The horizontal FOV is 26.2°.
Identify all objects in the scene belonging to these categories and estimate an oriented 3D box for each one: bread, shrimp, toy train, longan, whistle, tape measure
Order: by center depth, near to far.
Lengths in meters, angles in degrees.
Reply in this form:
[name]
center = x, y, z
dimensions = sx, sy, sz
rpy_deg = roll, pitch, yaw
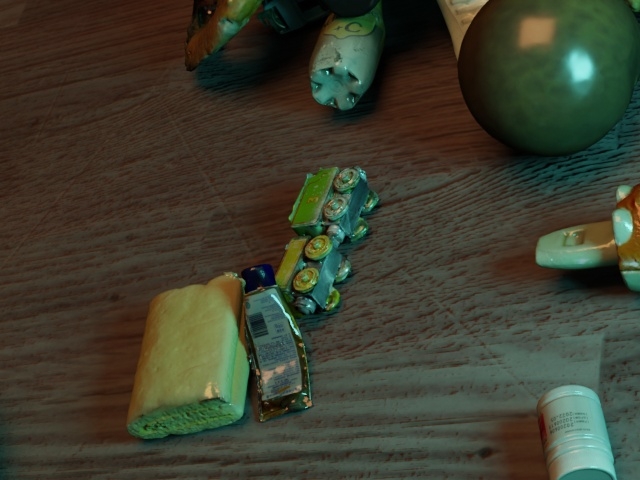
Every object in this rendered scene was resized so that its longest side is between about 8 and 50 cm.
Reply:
[whistle]
center = 0.328, -0.006, 1.308
dimensions = 0.253, 0.105, 0.102
rpy_deg = -8, 5, 26
[longan]
center = 0.247, -0.192, 1.473
dimensions = 0.198, 0.198, 0.212
rpy_deg = 23, 68, 44
[bread]
center = -0.138, 0.124, 1.487
dimensions = 0.140, 0.060, 0.178
rpy_deg = -15, 43, 18
[toy train]
center = 0.000, 0.000, 1.530
dimensions = 0.081, 0.060, 0.202
rpy_deg = -7, 46, 35
[tape measure]
center = -0.018, -0.354, 1.873
dimensions = 0.146, 0.081, 0.125
rpy_deg = -21, 39, 18
[shrimp]
center = -0.116, -0.380, 1.912
dimensions = 0.272, 0.085, 0.445
rpy_deg = -57, 19, 21

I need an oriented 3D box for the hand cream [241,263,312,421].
[hand cream]
center = -0.051, 0.105, 1.442
dimensions = 0.062, 0.039, 0.163
rpy_deg = -16, 74, 12

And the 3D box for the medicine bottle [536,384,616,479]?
[medicine bottle]
center = 0.225, 0.179, 1.213
dimensions = 0.058, 0.058, 0.091
rpy_deg = -18, 42, 15

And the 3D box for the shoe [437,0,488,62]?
[shoe]
center = 0.187, -0.274, 1.650
dimensions = 0.095, 0.110, 0.265
rpy_deg = -26, 38, 5

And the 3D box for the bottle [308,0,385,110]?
[bottle]
center = 0.044, -0.269, 1.753
dimensions = 0.083, 0.083, 0.269
rpy_deg = -11, 37, 22

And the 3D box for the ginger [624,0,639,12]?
[ginger]
center = 0.355, -0.329, 1.586
dimensions = 0.270, 0.123, 0.218
rpy_deg = -27, 43, -2

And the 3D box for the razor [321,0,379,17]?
[razor]
center = 0.107, -0.415, 1.743
dimensions = 0.107, 0.189, 0.327
rpy_deg = 36, 45, 3
